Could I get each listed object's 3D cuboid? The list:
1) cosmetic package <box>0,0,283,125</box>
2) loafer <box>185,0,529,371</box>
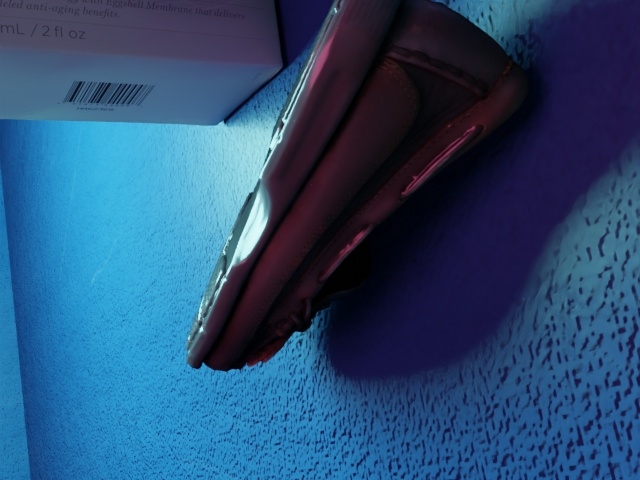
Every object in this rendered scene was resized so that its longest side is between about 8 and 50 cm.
[{"bbox_3d":[-0.164,-0.213,0.545,0.138,0.224,0.225,-22,74,59],"label":"cosmetic package"},{"bbox_3d":[0.000,0.000,0.417,0.303,0.095,0.109,120,171,-48],"label":"loafer"}]
